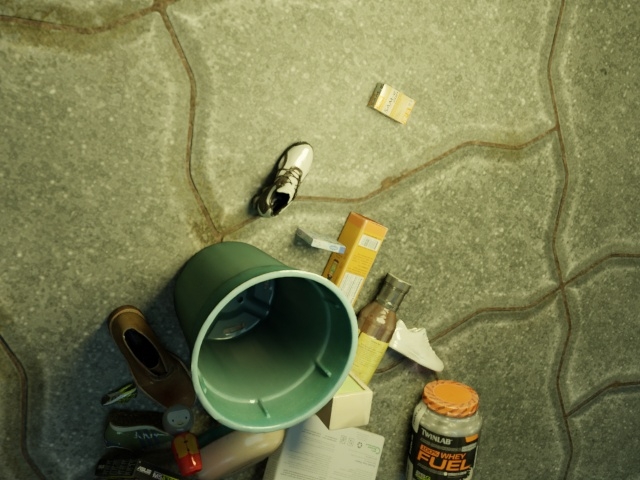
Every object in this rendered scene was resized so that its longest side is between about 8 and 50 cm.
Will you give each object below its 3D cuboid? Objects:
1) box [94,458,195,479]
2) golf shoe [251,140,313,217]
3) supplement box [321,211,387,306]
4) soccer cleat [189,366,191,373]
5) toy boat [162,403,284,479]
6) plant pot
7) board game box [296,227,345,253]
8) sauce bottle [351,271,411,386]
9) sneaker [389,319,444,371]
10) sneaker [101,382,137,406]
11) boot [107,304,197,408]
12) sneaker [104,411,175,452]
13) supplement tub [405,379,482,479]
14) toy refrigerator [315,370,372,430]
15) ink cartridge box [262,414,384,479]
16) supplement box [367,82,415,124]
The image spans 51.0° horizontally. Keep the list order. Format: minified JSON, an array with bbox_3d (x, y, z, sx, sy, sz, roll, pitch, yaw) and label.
[{"bbox_3d":[-0.388,0.542,1.522,0.184,0.190,0.045,36,55,-29],"label":"box"},{"bbox_3d":[-0.067,-0.129,1.497,0.077,0.094,0.198,33,89,-30],"label":"golf shoe"},{"bbox_3d":[0.073,0.055,1.640,0.080,0.078,0.233,22,97,-34],"label":"supplement box"},{"bbox_3d":[-0.242,0.350,1.600,0.196,0.076,0.068,65,33,-42],"label":"soccer cleat"},{"bbox_3d":[-0.232,0.448,1.532,0.267,0.148,0.318,-31,154,18],"label":"toy boat"},{"bbox_3d":[-0.150,0.168,1.418,0.341,0.334,0.341,-9,112,-24],"label":"plant pot"},{"bbox_3d":[0.000,0.000,1.576,0.090,0.090,0.020,16,101,-30],"label":"board game box"},{"bbox_3d":[0.125,0.248,1.712,0.111,0.111,0.344,25,97,-31],"label":"sauce bottle"},{"bbox_3d":[0.272,0.286,1.826,0.212,0.080,0.094,33,80,-30],"label":"sneaker"},{"bbox_3d":[-0.450,0.355,1.510,0.083,0.031,0.035,-24,124,-13],"label":"sneaker"},{"bbox_3d":[-0.363,0.287,1.483,0.112,0.115,0.305,-36,121,-14],"label":"boot"},{"bbox_3d":[-0.407,0.448,1.552,0.192,0.064,0.086,15,113,-33],"label":"sneaker"},{"bbox_3d":[0.348,0.568,1.888,0.193,0.193,0.316,-5,109,-25],"label":"supplement tub"},{"bbox_3d":[0.012,0.333,1.593,0.102,0.269,0.094,-1,108,-26],"label":"toy refrigerator"},{"bbox_3d":[-0.003,0.632,1.740,0.324,0.071,0.330,27,70,-32],"label":"ink cartridge box"},{"bbox_3d":[0.167,-0.321,1.579,0.098,0.036,0.062,21,97,-30],"label":"supplement box"}]
